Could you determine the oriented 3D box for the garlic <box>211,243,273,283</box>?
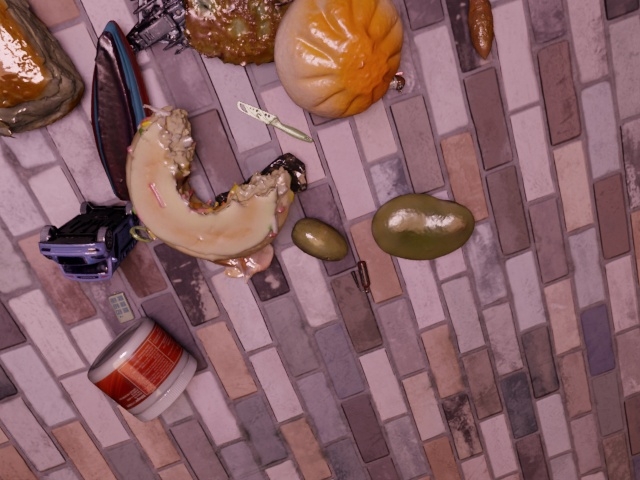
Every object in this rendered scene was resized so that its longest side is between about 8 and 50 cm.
[{"bbox_3d":[-0.213,0.042,1.129,0.175,0.099,0.123,9,91,-10],"label":"garlic"}]

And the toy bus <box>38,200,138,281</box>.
[{"bbox_3d":[-0.498,0.001,0.974,0.126,0.292,0.133,0,109,-8],"label":"toy bus"}]

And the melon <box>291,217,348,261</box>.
[{"bbox_3d":[0.000,0.000,1.139,0.162,0.099,0.099,27,101,-15],"label":"melon"}]

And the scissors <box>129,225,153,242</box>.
[{"bbox_3d":[-0.373,-0.020,1.081,0.187,0.133,0.020,30,124,-31],"label":"scissors"}]

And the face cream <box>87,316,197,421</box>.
[{"bbox_3d":[-0.455,0.327,1.124,0.201,0.201,0.187,-39,108,5],"label":"face cream"}]

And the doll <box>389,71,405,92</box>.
[{"bbox_3d":[0.182,-0.410,1.074,0.058,0.040,0.085,6,106,1],"label":"doll"}]

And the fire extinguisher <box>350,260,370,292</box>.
[{"bbox_3d":[0.113,0.109,1.222,0.046,0.032,0.100,-16,102,-14],"label":"fire extinguisher"}]

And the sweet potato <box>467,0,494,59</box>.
[{"bbox_3d":[0.386,-0.542,1.053,0.068,0.060,0.205,-25,111,-39],"label":"sweet potato"}]

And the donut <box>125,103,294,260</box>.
[{"bbox_3d":[-0.260,-0.106,0.999,0.371,0.150,0.307,28,114,-7],"label":"donut"}]

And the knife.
[{"bbox_3d":[-0.110,-0.293,1.082,0.207,0.014,0.030,23,104,-13],"label":"knife"}]

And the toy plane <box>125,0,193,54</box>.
[{"bbox_3d":[-0.378,-0.461,0.962,0.247,0.078,0.169,-35,136,6],"label":"toy plane"}]

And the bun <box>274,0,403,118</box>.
[{"bbox_3d":[0.055,-0.399,0.937,0.299,0.164,0.298,-17,133,-19],"label":"bun"}]

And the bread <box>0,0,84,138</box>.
[{"bbox_3d":[-0.660,-0.356,0.880,0.250,0.225,0.278,-29,112,0],"label":"bread"}]

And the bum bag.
[{"bbox_3d":[-0.143,-0.124,1.100,0.248,0.069,0.102,-28,123,14],"label":"bum bag"}]

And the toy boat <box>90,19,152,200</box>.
[{"bbox_3d":[-0.451,-0.275,0.981,0.136,0.079,0.391,2,119,-8],"label":"toy boat"}]

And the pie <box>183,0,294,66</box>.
[{"bbox_3d":[-0.132,-0.528,0.923,0.355,0.102,0.288,-19,128,-3],"label":"pie"}]

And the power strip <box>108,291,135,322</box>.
[{"bbox_3d":[-0.531,0.179,1.166,0.040,0.016,0.089,-17,108,-3],"label":"power strip"}]

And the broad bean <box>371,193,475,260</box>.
[{"bbox_3d":[0.269,-0.035,1.169,0.264,0.121,0.188,1,112,8],"label":"broad bean"}]
